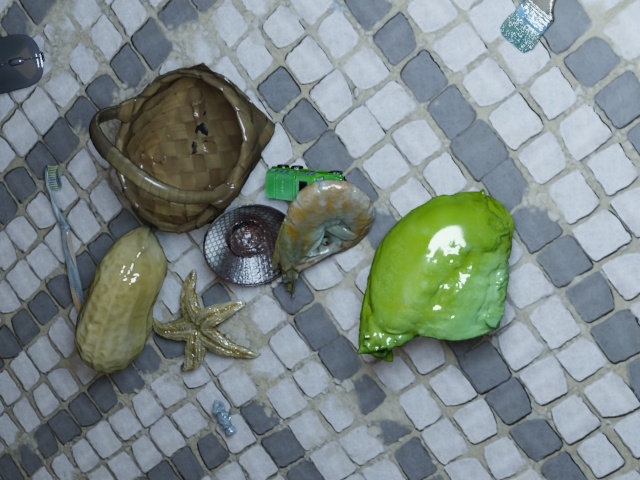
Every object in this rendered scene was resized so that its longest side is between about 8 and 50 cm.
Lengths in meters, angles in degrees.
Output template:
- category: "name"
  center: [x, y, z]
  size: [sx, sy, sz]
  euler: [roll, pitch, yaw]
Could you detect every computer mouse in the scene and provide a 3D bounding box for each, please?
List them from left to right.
- category: "computer mouse"
  center: [-0.711, -0.382, 2.160]
  size: [0.232, 0.057, 0.120]
  euler: [-5, 102, 27]

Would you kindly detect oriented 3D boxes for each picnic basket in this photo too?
- category: "picnic basket"
  center: [-0.289, -0.165, 1.867]
  size: [0.293, 0.337, 0.337]
  euler: [41, 117, 13]

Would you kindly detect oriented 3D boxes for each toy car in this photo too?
- category: "toy car"
  center: [-0.030, -0.105, 1.900]
  size: [0.165, 0.062, 0.071]
  euler: [8, 106, 24]

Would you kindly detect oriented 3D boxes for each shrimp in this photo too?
- category: "shrimp"
  center: [0.000, 0.000, 1.896]
  size: [0.168, 0.077, 0.317]
  euler: [13, 135, -11]

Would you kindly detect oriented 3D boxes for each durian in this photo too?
- category: "durian"
  center: [0.211, 0.061, 1.767]
  size: [0.256, 0.204, 0.339]
  euler: [10, 99, 9]

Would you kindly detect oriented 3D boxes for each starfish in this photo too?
- category: "starfish"
  center: [-0.255, 0.181, 2.102]
  size: [0.277, 0.062, 0.235]
  euler: [16, 105, 26]

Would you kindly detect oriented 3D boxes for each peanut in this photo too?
- category: "peanut"
  center: [-0.421, 0.132, 2.088]
  size: [0.158, 0.174, 0.340]
  euler: [38, 121, 26]

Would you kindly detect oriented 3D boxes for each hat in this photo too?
- category: "hat"
  center: [-0.143, -0.007, 1.979]
  size: [0.193, 0.082, 0.193]
  euler: [-5, 120, -8]

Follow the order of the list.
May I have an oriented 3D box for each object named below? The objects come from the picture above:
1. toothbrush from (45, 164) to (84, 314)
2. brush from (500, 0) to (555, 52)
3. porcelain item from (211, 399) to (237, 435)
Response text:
- category: "toothbrush"
  center: [-0.571, 0.013, 2.215]
  size: [0.037, 0.028, 0.375]
  euler: [-5, 101, 19]
- category: "brush"
  center: [0.384, -0.406, 1.642]
  size: [0.070, 0.021, 0.196]
  euler: [43, 117, 8]
- category: "porcelain item"
  center: [-0.212, 0.385, 2.138]
  size: [0.028, 0.036, 0.083]
  euler: [-25, 97, 24]
